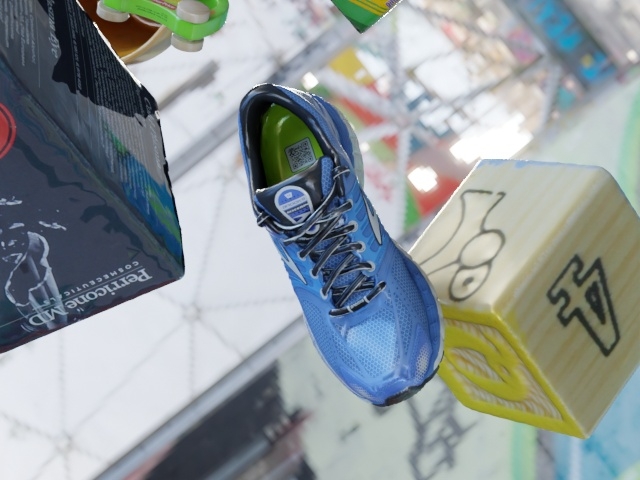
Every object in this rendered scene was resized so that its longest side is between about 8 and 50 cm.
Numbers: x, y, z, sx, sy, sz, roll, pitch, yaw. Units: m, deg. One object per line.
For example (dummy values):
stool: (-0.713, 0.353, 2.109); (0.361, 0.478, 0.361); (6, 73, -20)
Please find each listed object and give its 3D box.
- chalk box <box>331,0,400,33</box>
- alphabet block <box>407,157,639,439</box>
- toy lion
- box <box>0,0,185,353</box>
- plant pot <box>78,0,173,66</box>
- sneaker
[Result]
chalk box: (0.036, -0.409, 1.731); (0.289, 0.179, 0.180); (47, -137, -9)
alphabet block: (0.212, 0.053, 1.607); (0.192, 0.197, 0.193); (8, 143, 55)
toy lion: (-0.109, -0.181, 1.166); (0.100, 0.034, 0.096); (24, -146, 16)
box: (-0.312, -0.058, 1.039); (0.312, 0.343, 0.179); (54, -162, -50)
plant pot: (-0.196, -0.281, 1.671); (0.205, 0.205, 0.188); (52, -161, 8)
sneaker: (0.000, 0.000, 1.448); (0.330, 0.130, 0.147); (64, -165, 21)
